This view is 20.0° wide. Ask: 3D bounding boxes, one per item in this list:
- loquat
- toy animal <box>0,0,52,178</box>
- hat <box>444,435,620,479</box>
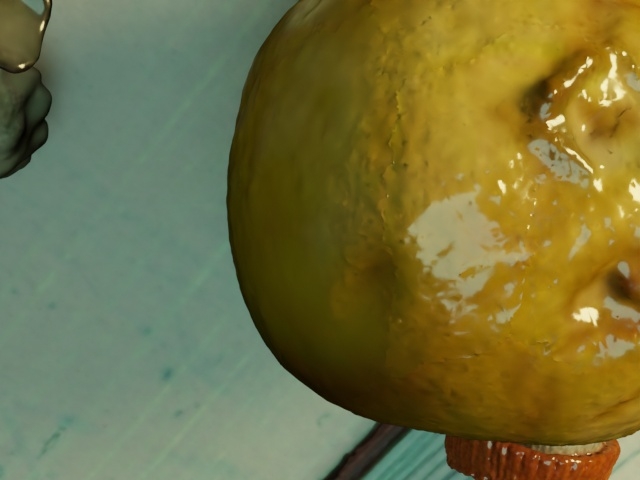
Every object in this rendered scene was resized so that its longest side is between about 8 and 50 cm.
[{"bbox_3d":[0.088,-0.031,0.910,0.276,0.284,0.276,0,92,-6],"label":"loquat"},{"bbox_3d":[-0.227,-0.156,0.901,0.302,0.194,0.344,18,139,-29],"label":"toy animal"},{"bbox_3d":[0.141,0.072,1.095,0.112,0.093,0.162,7,102,-12],"label":"hat"}]
